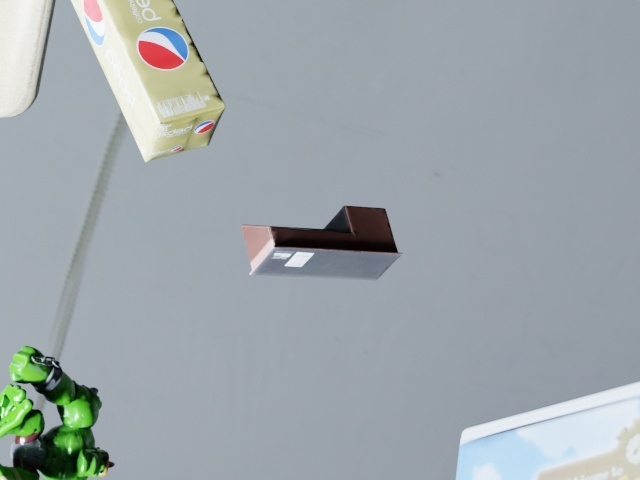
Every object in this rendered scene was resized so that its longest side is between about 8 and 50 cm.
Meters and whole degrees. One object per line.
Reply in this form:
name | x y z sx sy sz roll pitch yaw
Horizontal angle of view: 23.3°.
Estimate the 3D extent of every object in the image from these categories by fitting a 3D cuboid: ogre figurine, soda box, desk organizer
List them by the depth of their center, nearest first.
soda box | -0.141 -0.156 1.227 0.058 0.061 0.181 -16 68 -25
desk organizer | 0.000 0.000 1.352 0.130 0.050 0.047 3 147 -31
ogre figurine | -0.271 0.207 1.525 0.118 0.097 0.197 11 70 -51

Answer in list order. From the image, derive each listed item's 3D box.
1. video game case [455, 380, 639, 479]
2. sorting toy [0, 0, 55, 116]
video game case | 0.120 0.132 0.517 0.023 0.212 0.193 31 54 -32
sorting toy | -0.153 -0.159 0.761 0.041 0.229 0.307 4 121 -23
